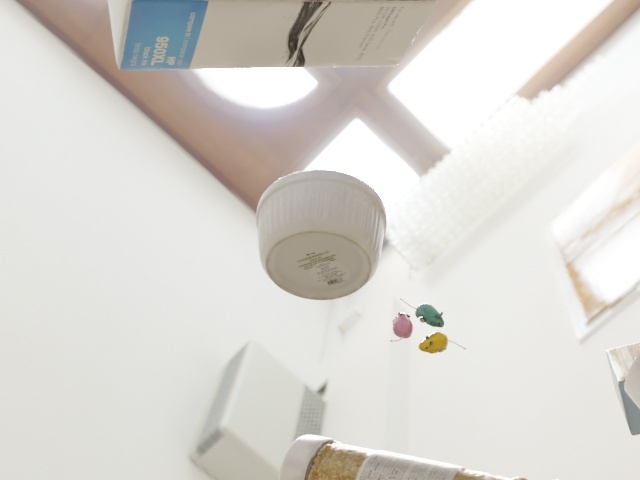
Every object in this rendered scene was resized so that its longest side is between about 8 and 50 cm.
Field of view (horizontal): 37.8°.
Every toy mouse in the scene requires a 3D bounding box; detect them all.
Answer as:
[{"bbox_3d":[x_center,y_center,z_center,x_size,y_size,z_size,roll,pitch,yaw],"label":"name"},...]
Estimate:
[{"bbox_3d":[0.191,0.155,1.807,0.161,0.031,0.143,-4,-133,-27],"label":"toy mouse"}]

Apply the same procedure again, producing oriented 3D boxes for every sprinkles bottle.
[{"bbox_3d":[0.114,0.358,1.307,0.121,0.355,0.121,-7,-82,-56],"label":"sprinkles bottle"}]

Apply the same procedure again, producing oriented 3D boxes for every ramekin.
[{"bbox_3d":[0.000,0.000,1.441,0.207,0.207,0.109,34,-141,-30],"label":"ramekin"}]

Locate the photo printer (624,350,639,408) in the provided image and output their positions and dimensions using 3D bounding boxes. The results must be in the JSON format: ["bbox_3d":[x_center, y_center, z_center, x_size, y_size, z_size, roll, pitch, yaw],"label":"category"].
[{"bbox_3d":[0.636,0.181,1.439,0.256,0.308,0.107,35,-173,40],"label":"photo printer"}]

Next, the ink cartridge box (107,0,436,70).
[{"bbox_3d":[-0.078,-0.383,1.222,0.394,0.166,0.286,-4,-112,-19],"label":"ink cartridge box"}]

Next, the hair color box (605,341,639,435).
[{"bbox_3d":[0.737,0.239,1.726,0.185,0.374,0.114,-54,-51,-74],"label":"hair color box"}]

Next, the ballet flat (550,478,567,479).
[{"bbox_3d":[0.247,0.358,1.010,0.074,0.074,0.203,-7,-86,-65],"label":"ballet flat"}]
